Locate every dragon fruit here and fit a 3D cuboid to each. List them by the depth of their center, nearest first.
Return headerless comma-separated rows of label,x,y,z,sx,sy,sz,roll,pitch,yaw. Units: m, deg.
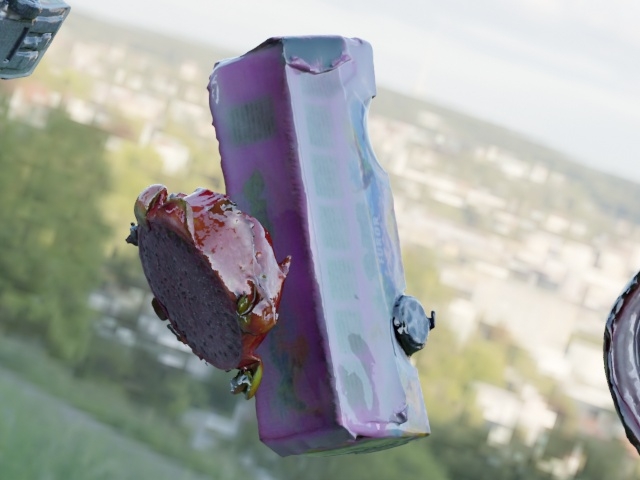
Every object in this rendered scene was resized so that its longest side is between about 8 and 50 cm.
dragon fruit,-0.057,0.016,1.163,0.068,0.112,0.126,-32,64,-28

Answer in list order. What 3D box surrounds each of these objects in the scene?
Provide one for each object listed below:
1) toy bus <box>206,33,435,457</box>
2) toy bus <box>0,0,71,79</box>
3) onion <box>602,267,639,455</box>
toy bus,-0.001,0.000,1.256,0.090,0.274,0.112,-16,-13,31
toy bus,-0.312,-0.185,1.542,0.106,0.092,0.268,42,21,22
onion,0.306,0.101,1.149,0.283,0.227,0.120,56,1,19
